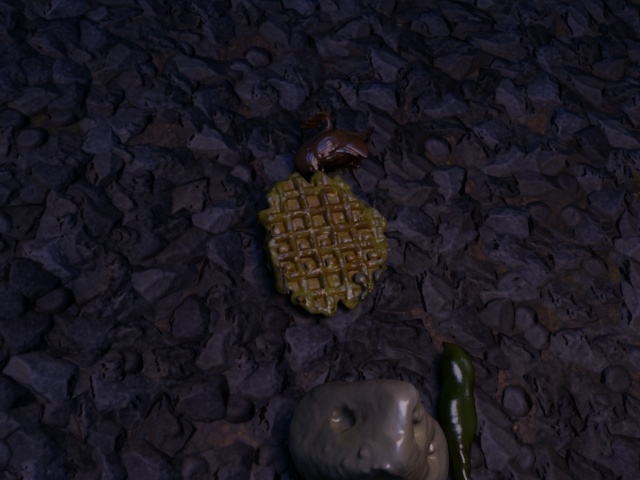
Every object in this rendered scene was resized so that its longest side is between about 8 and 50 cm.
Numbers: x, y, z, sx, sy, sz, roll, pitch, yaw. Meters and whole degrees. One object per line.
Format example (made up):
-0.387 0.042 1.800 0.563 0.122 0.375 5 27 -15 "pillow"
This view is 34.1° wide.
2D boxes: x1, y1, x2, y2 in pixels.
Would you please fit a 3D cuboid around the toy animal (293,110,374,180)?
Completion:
0.037 -0.165 2.044 0.188 0.089 0.179 -16 79 -20 "toy animal"

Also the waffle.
-0.001 0.002 1.926 0.262 0.060 0.280 33 60 4 "waffle"

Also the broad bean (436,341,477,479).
0.249 0.319 1.780 0.098 0.056 0.318 -5 64 -21 "broad bean"

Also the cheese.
0.077 0.333 1.691 0.247 0.251 0.174 -3 65 31 "cheese"
